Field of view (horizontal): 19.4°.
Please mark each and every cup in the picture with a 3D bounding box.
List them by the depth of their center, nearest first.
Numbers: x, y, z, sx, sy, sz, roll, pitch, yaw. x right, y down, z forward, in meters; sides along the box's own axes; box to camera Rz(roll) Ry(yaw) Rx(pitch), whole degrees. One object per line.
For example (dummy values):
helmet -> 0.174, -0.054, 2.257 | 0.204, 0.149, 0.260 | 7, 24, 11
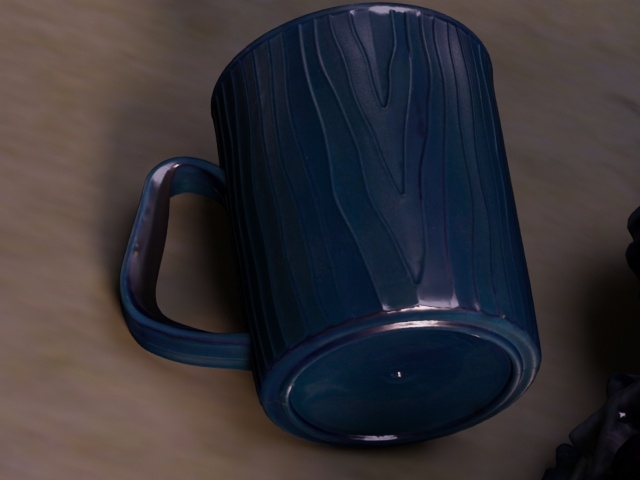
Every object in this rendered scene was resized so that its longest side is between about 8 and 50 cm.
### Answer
cup -> 0.007, 0.004, 0.729 | 0.113, 0.150, 0.138 | 39, 35, -48

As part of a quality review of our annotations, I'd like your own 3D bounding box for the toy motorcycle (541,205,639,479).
toy motorcycle -> 0.181, 0.136, 0.688 | 0.232, 0.172, 0.416 | 37, 37, -8
